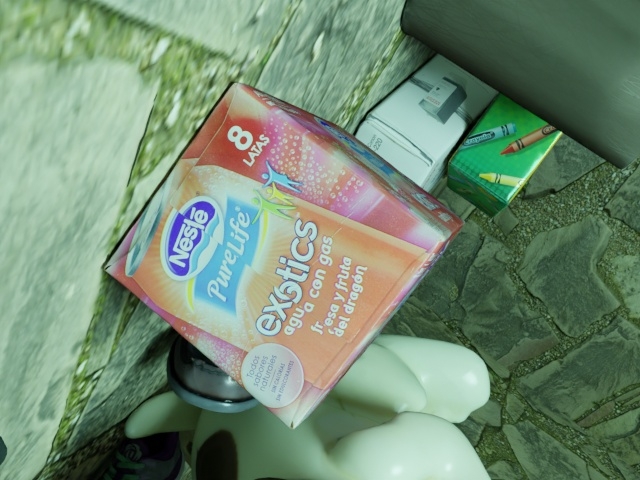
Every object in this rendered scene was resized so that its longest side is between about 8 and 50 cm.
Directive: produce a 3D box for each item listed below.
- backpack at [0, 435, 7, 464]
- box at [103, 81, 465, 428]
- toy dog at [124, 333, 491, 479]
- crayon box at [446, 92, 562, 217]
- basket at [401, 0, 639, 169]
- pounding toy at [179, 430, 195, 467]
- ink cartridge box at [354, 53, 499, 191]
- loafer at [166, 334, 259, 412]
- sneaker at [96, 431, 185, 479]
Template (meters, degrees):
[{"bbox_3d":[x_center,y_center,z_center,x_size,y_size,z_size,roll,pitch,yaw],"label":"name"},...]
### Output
[{"bbox_3d":[-0.165,0.087,0.132,0.158,0.117,0.173,-57,171,36],"label":"backpack"},{"bbox_3d":[0.000,0.000,0.581,0.142,0.154,0.300,-53,171,10],"label":"box"},{"bbox_3d":[-0.006,0.244,0.704,0.408,0.396,0.284,-68,-176,-75],"label":"toy dog"},{"bbox_3d":[0.233,-0.122,0.955,0.165,0.081,0.278,-54,172,4],"label":"crayon box"},{"bbox_3d":[0.210,-0.179,0.684,0.154,0.227,0.204,-55,172,23],"label":"basket"},{"bbox_3d":[-0.189,0.322,1.238,0.206,0.094,0.181,-35,170,-33],"label":"pounding toy"},{"bbox_3d":[0.111,-0.114,0.918,0.218,0.092,0.158,-43,168,-41],"label":"ink cartridge box"},{"bbox_3d":[-0.067,0.068,0.777,0.302,0.109,0.095,-47,154,-74],"label":"loafer"},{"bbox_3d":[-0.230,0.272,0.870,0.223,0.083,0.098,-49,152,-54],"label":"sneaker"}]
